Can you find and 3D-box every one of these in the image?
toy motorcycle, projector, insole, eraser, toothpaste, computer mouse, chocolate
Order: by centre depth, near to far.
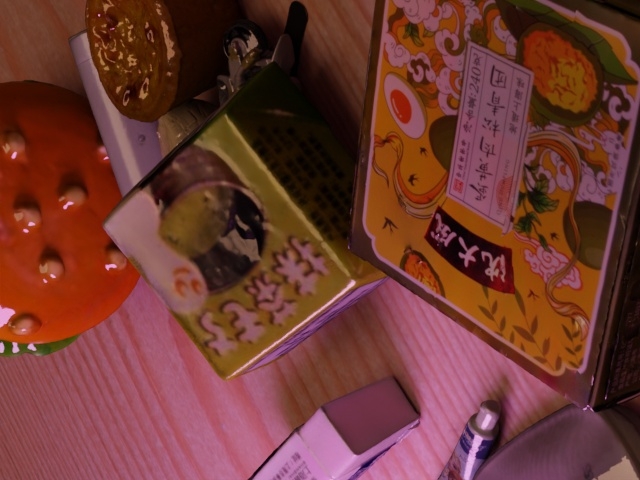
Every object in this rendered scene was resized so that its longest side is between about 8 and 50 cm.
[{"bbox_3d":[0.267,0.295,1.687,0.331,0.095,0.197,-45,66,51],"label":"computer mouse"},{"bbox_3d":[0.175,0.262,1.832,0.062,0.037,0.216,46,142,27],"label":"toothpaste"},{"bbox_3d":[-0.082,-0.008,1.851,0.289,0.137,0.301,52,127,0],"label":"chocolate"},{"bbox_3d":[-0.038,-0.234,1.897,0.045,0.002,0.135,42,136,30],"label":"insole"},{"bbox_3d":[-0.059,-0.154,1.900,0.152,0.073,0.225,22,125,35],"label":"toy motorcycle"},{"bbox_3d":[0.005,0.281,1.979,0.086,0.130,0.287,56,140,15],"label":"eraser"},{"bbox_3d":[-0.240,-0.134,2.114,0.108,0.108,0.337,-17,92,53],"label":"projector"}]

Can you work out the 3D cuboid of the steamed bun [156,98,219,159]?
[{"bbox_3d":[-0.157,-0.129,2.016,0.112,0.091,0.130,95,154,-45],"label":"steamed bun"}]

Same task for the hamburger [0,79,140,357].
[{"bbox_3d":[-0.436,-0.047,2.185,0.277,0.396,0.396,-6,101,54],"label":"hamburger"}]

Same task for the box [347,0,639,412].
[{"bbox_3d":[0.211,-0.099,1.536,0.373,0.138,0.420,34,130,38],"label":"box"}]

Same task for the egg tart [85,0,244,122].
[{"bbox_3d":[-0.186,-0.260,1.952,0.202,0.147,0.202,27,126,45],"label":"egg tart"}]
